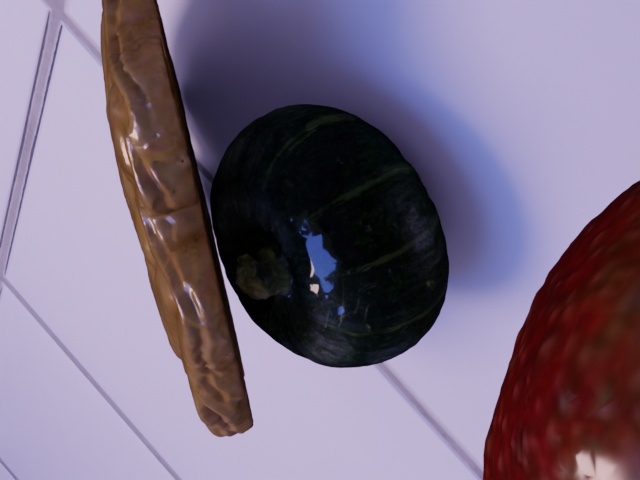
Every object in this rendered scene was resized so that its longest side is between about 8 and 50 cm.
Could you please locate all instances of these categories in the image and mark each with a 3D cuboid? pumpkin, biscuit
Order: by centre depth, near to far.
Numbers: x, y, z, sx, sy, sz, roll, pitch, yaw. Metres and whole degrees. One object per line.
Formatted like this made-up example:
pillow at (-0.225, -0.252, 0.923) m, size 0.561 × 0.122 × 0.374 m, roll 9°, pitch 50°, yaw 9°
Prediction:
pumpkin at (0.002, -0.001, 0.847) m, size 0.167 × 0.125 × 0.167 m, roll 60°, pitch 172°, yaw 14°
biscuit at (-0.094, -0.011, 0.893) m, size 0.376 × 0.051 × 0.269 m, roll 87°, pitch 168°, yaw -68°

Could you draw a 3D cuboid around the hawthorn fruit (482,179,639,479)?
hawthorn fruit at (0.196, 0.096, 0.549) m, size 0.285 × 0.285 × 0.369 m, roll 53°, pitch 162°, yaw -2°
